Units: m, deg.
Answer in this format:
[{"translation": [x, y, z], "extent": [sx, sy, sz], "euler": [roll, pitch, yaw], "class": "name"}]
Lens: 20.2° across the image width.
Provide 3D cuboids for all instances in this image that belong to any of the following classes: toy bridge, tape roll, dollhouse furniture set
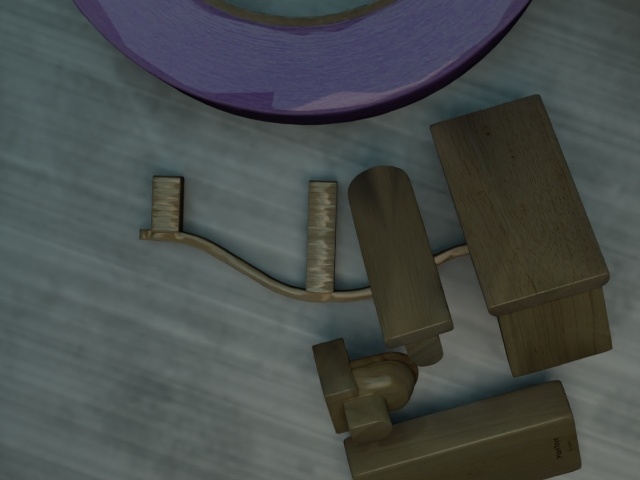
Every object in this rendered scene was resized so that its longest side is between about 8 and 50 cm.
[{"translation": [0.000, 0.000, 0.928], "extent": [0.188, 0.026, 0.063], "euler": [1, 92, 1], "class": "toy bridge"}, {"translation": [-0.008, -0.197, 0.897], "extent": [0.275, 0.090, 0.275], "euler": [0, 91, 2], "class": "tape roll"}, {"translation": [0.066, 0.038, 0.907], "extent": [0.144, 0.151, 0.123], "euler": [-16, 48, 2], "class": "dollhouse furniture set"}]
